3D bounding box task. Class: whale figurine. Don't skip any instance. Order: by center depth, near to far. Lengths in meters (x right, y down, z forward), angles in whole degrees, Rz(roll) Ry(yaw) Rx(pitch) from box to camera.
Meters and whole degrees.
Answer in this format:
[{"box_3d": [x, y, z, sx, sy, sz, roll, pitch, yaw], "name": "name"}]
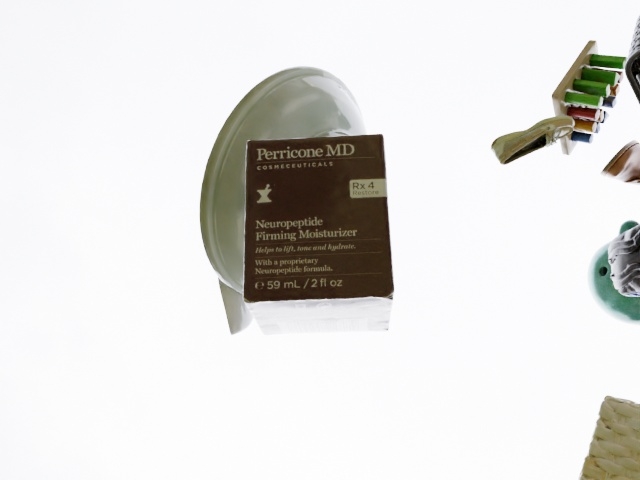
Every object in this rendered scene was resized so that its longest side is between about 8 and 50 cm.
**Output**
[{"box_3d": [0.594, 0.030, 1.249, 0.141, 0.272, 0.216, 10, -142, -20], "name": "whale figurine"}]

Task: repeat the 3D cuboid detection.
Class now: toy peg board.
[{"box_3d": [0.525, -0.266, 1.318, 0.079, 0.160, 0.161, 21, -115, 40], "name": "toy peg board"}]

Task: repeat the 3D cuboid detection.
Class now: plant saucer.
[{"box_3d": [-0.019, -0.080, 1.139, 0.101, 0.400, 0.400, 21, -104, 35], "name": "plant saucer"}]

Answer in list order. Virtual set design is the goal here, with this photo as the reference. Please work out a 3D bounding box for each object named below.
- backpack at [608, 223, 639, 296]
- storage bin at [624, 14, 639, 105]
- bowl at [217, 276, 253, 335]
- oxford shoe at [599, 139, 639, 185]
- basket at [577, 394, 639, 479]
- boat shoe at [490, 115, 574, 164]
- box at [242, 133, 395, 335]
[{"box_3d": [0.453, 0.030, 0.924, 0.101, 0.120, 0.097, 5, -107, -13], "name": "backpack"}, {"box_3d": [0.388, -0.168, 0.624, 0.180, 0.122, 0.084, -11, -142, 43], "name": "storage bin"}, {"box_3d": [-0.152, 0.081, 1.224, 0.053, 0.142, 0.142, -10, -148, -7], "name": "bowl"}, {"box_3d": [0.570, -0.130, 1.236, 0.076, 0.212, 0.076, 51, -53, 26], "name": "oxford shoe"}, {"box_3d": [0.607, 0.464, 1.155, 0.331, 0.266, 0.328, 16, -98, 32], "name": "basket"}, {"box_3d": [0.379, -0.174, 1.215, 0.153, 0.056, 0.048, -17, -123, -4], "name": "boat shoe"}, {"box_3d": [0.000, 0.000, 0.844, 0.169, 0.167, 0.203, -3, -111, 3], "name": "box"}]
